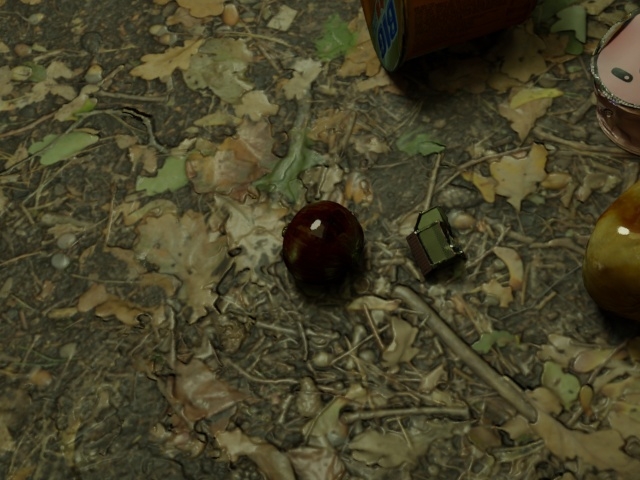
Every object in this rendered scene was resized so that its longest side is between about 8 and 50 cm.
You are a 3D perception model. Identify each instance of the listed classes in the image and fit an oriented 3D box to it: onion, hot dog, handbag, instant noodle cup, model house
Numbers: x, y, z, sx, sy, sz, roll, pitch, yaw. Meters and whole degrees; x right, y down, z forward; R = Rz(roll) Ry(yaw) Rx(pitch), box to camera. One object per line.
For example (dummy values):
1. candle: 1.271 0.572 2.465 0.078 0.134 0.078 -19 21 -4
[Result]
1. onion: 0.000 0.000 1.366 0.118 0.118 0.117 11 67 14
2. hot dog: 0.521 -0.034 1.261 0.405 0.185 0.223 -42 62 -16
3. handbag: 0.470 -0.221 1.418 0.179 0.116 0.205 33 71 25
4. instant noodle cup: 0.179 -0.405 1.486 0.214 0.296 0.296 -12 59 -8
5. model house: 0.149 -0.001 1.380 0.058 0.057 0.083 -31 78 20
